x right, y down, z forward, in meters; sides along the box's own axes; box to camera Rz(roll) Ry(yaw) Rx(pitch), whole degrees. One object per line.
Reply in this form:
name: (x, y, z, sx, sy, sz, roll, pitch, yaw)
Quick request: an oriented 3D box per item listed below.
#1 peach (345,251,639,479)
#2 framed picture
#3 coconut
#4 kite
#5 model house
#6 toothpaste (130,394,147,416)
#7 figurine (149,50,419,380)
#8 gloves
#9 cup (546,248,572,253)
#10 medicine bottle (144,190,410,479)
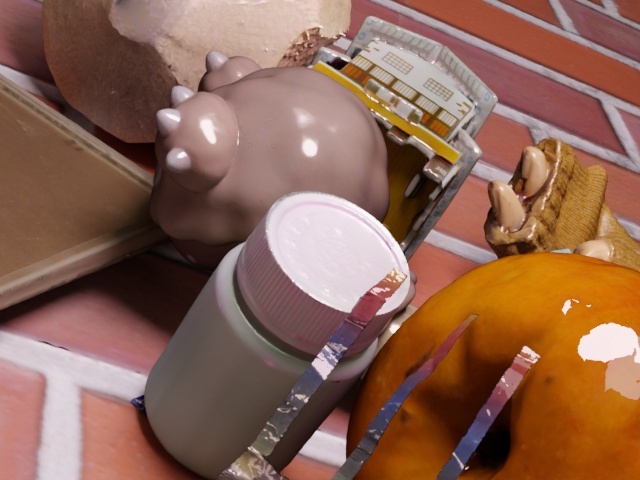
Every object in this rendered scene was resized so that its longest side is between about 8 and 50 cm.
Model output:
peach: (0.197, 0.176, 1.147, 0.302, 0.342, 0.342, 15, 31, -40)
framed picture: (-0.365, -0.099, 1.324, 0.446, 0.028, 0.326, 34, 27, 17)
coconut: (-0.128, -0.240, 1.553, 0.297, 0.297, 0.309, 34, 21, 6)
kite: (-0.008, 0.183, 0.978, 0.204, 0.360, 0.022, 29, -15, 21)
model house: (0.043, -0.080, 1.536, 0.198, 0.224, 0.215, 35, 34, 7)
toothpaste: (-0.122, 0.127, 1.247, 0.024, 0.015, 0.083, 43, 35, 19)
figurine: (0.000, 0.001, 1.324, 0.380, 0.203, 0.248, 54, 23, -10)
gloves: (0.307, 0.032, 1.663, 0.356, 0.155, 0.203, 39, 18, -30)
cup: (0.242, 0.136, 1.460, 0.134, 0.148, 0.235, 10, 38, -28)
medicine bottle: (-0.037, 0.079, 1.166, 0.139, 0.225, 0.139, 20, 41, -18)
